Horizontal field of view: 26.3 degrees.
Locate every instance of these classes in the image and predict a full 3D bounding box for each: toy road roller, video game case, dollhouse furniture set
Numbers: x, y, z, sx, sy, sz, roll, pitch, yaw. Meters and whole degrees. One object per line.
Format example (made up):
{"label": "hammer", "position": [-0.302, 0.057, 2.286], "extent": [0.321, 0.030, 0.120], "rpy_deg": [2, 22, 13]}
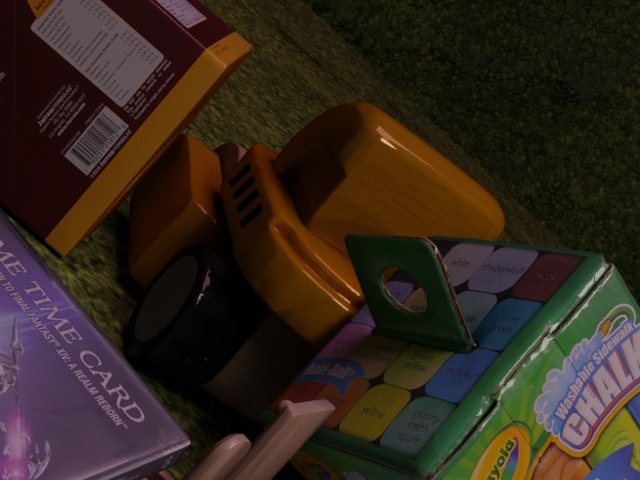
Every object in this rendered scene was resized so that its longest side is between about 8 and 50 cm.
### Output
{"label": "toy road roller", "position": [0.000, 0.000, 1.046], "extent": [0.202, 0.240, 0.329], "rpy_deg": [36, 15, -23]}
{"label": "video game case", "position": [-0.209, 0.061, 0.601], "extent": [0.196, 0.026, 0.274], "rpy_deg": [47, 32, 20]}
{"label": "dollhouse furniture set", "position": [-0.107, 0.086, 0.751], "extent": [0.151, 0.123, 0.144], "rpy_deg": [47, 15, 19]}

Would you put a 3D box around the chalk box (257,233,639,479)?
{"label": "chalk box", "position": [0.102, 0.117, 0.837], "extent": [0.289, 0.179, 0.180], "rpy_deg": [53, -22, -23]}

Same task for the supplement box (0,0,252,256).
{"label": "supplement box", "position": [-0.192, -0.131, 1.025], "extent": [0.194, 0.191, 0.129], "rpy_deg": [41, 14, -5]}
